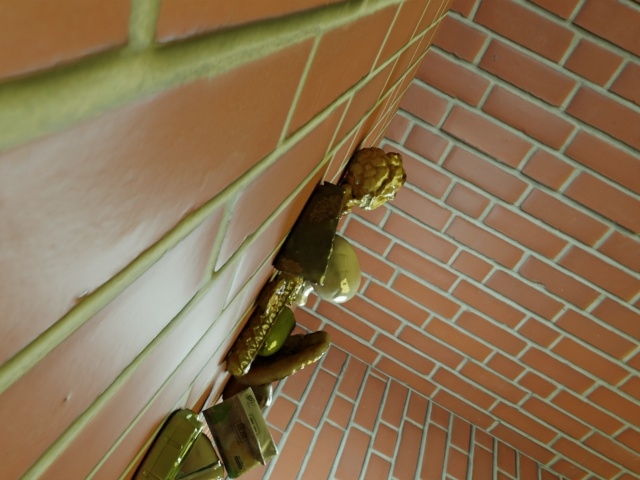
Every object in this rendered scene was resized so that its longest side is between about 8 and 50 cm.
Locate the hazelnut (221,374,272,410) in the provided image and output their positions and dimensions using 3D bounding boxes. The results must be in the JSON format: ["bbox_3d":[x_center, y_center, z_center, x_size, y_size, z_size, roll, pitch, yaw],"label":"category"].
[{"bbox_3d":[-0.279,0.603,1.895,0.210,0.210,0.186,-60,172,-18],"label":"hazelnut"}]

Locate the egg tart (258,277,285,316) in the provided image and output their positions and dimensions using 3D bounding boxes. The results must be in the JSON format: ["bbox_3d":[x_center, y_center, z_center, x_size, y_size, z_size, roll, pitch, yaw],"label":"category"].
[{"bbox_3d":[-0.146,0.163,1.408,0.130,0.052,0.131,24,90,-83],"label":"egg tart"}]

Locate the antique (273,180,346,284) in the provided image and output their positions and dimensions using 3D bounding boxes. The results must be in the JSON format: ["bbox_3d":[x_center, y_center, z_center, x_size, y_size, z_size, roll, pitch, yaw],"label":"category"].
[{"bbox_3d":[-0.013,-0.026,1.348,0.125,0.150,0.284,125,-14,-85],"label":"antique"}]

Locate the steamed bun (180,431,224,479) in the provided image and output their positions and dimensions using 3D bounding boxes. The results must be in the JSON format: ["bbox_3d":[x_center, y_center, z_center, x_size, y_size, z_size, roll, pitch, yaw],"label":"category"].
[{"bbox_3d":[-0.393,0.776,1.413,0.310,0.219,0.324,-61,176,29],"label":"steamed bun"}]

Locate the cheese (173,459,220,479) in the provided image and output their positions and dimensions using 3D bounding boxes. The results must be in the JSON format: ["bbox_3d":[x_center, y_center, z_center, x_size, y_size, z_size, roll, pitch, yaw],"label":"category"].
[{"bbox_3d":[-0.347,0.580,1.148,0.234,0.050,0.127,-24,164,7],"label":"cheese"}]

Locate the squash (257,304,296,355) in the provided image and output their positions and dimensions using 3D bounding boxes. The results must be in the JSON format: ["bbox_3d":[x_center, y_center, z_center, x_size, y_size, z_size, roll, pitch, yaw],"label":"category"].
[{"bbox_3d":[-0.175,0.312,1.615,0.133,0.132,0.247,-62,174,16],"label":"squash"}]

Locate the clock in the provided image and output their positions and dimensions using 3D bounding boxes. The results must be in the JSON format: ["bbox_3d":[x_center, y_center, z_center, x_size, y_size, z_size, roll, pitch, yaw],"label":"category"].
[{"bbox_3d":[-0.333,0.475,1.101,0.170,0.069,0.232,-60,176,-10],"label":"clock"}]

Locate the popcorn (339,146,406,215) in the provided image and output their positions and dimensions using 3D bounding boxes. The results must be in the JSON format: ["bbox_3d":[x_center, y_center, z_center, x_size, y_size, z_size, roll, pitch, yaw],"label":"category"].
[{"bbox_3d":[0.185,-0.229,1.894,0.332,0.225,0.265,-40,166,6],"label":"popcorn"}]

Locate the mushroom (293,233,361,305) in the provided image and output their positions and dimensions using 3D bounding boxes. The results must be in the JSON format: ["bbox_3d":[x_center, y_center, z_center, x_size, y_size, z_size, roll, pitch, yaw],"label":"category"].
[{"bbox_3d":[0.041,0.151,2.080,0.356,0.314,0.315,-63,177,-8],"label":"mushroom"}]

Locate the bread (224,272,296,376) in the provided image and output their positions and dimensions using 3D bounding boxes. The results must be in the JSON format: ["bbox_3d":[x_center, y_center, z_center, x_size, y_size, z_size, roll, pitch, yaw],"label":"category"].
[{"bbox_3d":[-0.178,0.251,1.479,0.077,0.084,0.368,-2,-131,46],"label":"bread"}]

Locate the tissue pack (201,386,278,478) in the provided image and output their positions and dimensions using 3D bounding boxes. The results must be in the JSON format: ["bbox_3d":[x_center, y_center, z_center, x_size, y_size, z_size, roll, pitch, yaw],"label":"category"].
[{"bbox_3d":[-0.248,0.605,1.505,0.159,0.230,0.145,-19,166,-30],"label":"tissue pack"}]

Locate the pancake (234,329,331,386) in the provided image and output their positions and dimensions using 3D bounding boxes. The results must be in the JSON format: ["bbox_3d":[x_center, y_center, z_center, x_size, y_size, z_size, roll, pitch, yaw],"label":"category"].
[{"bbox_3d":[-0.137,0.403,1.697,0.386,0.082,0.387,-17,-177,1],"label":"pancake"}]

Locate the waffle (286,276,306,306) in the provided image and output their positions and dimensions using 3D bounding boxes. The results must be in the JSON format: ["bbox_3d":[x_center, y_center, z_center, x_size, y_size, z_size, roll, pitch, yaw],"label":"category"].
[{"bbox_3d":[-0.078,0.097,1.713,0.262,0.060,0.281,77,34,-73],"label":"waffle"}]
